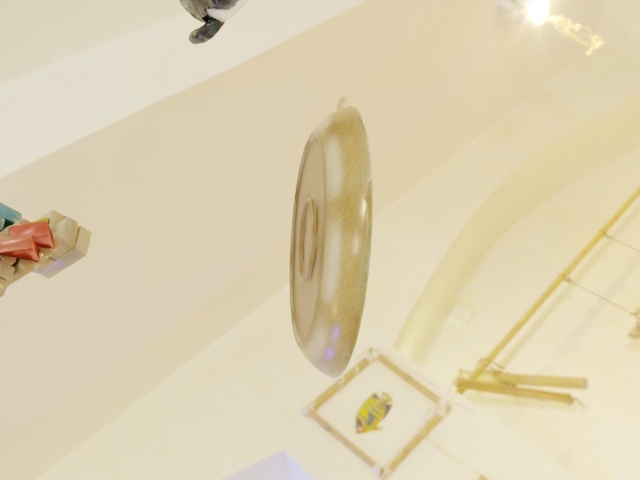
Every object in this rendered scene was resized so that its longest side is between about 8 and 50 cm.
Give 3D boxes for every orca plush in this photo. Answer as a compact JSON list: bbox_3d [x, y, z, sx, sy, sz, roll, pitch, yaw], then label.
[{"bbox_3d":[-0.113,-0.297,0.582,0.102,0.287,0.151,38,-70,-26],"label":"orca plush"}]

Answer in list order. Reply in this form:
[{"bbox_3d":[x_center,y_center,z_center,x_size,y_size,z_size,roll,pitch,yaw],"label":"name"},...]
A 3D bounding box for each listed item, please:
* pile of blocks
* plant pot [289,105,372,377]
[{"bbox_3d":[-0.399,0.009,0.664,0.112,0.149,0.362,-27,11,22],"label":"pile of blocks"},{"bbox_3d":[0.000,0.000,0.509,0.032,0.236,0.237,4,-58,-10],"label":"plant pot"}]
